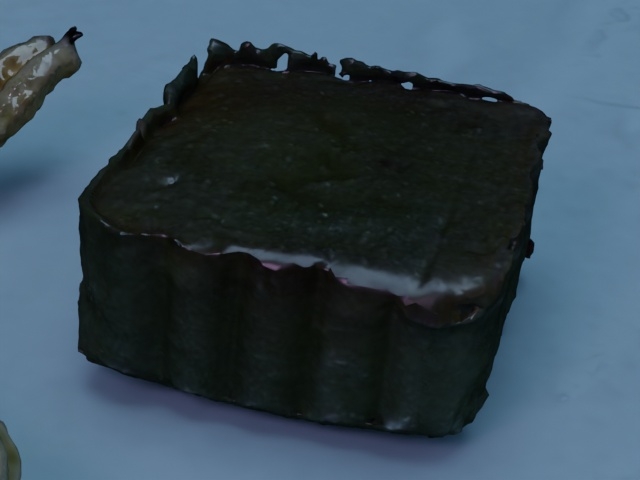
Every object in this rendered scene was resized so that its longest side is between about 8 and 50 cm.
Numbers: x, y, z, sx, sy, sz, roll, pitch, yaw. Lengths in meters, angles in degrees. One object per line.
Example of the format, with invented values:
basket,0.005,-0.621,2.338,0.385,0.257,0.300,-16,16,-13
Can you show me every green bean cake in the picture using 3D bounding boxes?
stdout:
green bean cake,0.000,0.000,0.821,0.173,0.094,0.181,11,33,9

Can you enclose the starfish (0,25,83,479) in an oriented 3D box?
starfish,-0.269,-0.015,0.818,0.432,0.082,0.324,9,29,16
